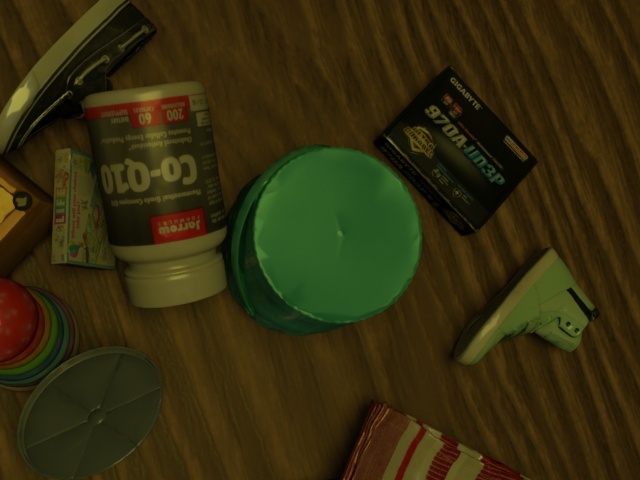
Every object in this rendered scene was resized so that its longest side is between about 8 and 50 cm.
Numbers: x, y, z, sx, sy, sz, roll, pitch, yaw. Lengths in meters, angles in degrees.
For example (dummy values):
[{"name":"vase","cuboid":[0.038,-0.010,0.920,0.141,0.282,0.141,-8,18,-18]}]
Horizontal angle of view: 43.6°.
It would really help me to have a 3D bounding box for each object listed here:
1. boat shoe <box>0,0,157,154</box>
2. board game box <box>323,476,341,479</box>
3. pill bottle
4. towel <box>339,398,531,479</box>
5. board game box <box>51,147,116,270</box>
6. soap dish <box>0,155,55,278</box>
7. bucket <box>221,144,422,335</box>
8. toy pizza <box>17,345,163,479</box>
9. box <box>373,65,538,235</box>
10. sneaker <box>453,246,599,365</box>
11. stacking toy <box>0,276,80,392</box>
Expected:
[{"name":"boat shoe","cuboid":[-0.335,-0.218,1.107,0.102,0.108,0.301,40,60,-15]},{"name":"board game box","cuboid":[-0.019,0.436,1.153,0.210,0.047,0.160,-7,85,-18]},{"name":"pill bottle","cuboid":[-0.213,-0.063,1.074,0.161,0.161,0.283,-12,102,-18]},{"name":"towel","cuboid":[0.168,0.410,1.188,0.329,0.037,0.237,31,70,-20]},{"name":"board game box","cuboid":[-0.320,-0.040,1.098,0.026,0.103,0.154,-4,81,24]},{"name":"soap dish","cuboid":[-0.516,-0.052,1.026,0.291,0.118,0.229,41,73,-10]},{"name":"bucket","cuboid":[0.000,0.000,1.144,0.281,0.183,0.281,2,82,-17]},{"name":"toy pizza","cuboid":[-0.302,0.225,1.057,0.201,0.032,0.201,-21,125,-32]},{"name":"box","cuboid":[0.221,-0.144,1.301,0.220,0.051,0.175,46,73,-6]},{"name":"sneaker","cuboid":[0.336,0.143,1.273,0.256,0.094,0.151,-42,90,-20]},{"name":"stacking toy","cuboid":[-0.367,0.104,0.934,0.141,0.330,0.141,2,78,-11]}]
